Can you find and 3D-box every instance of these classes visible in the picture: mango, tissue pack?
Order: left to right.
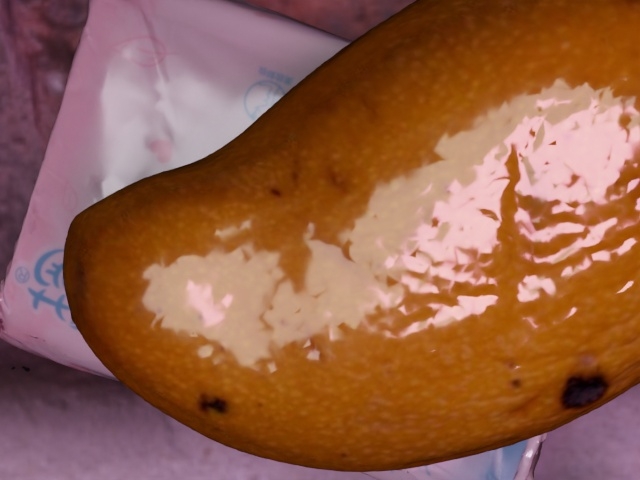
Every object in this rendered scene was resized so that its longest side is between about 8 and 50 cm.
[{"bbox_3d":[0.001,-0.002,0.653,0.271,0.124,0.202,19,93,7],"label":"tissue pack"},{"bbox_3d":[0.051,-0.006,0.528,0.294,0.120,0.177,-21,96,7],"label":"mango"}]
